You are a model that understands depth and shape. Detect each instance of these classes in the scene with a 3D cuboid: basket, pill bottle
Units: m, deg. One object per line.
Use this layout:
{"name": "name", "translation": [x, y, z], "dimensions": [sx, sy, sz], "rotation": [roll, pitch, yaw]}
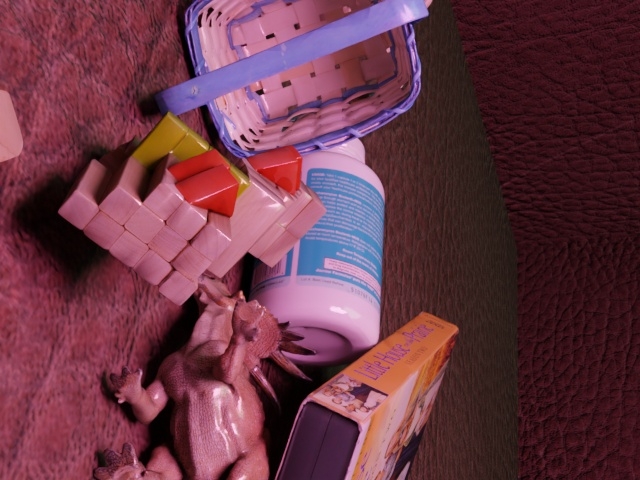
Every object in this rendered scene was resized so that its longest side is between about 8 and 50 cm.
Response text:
{"name": "basket", "translation": [-0.013, -0.191, 0.818], "dimensions": [0.289, 0.255, 0.201], "rotation": [-51, 123, -75]}
{"name": "pill bottle", "translation": [0.000, 0.000, 0.925], "dimensions": [0.146, 0.146, 0.264], "rotation": [54, 35, -51]}

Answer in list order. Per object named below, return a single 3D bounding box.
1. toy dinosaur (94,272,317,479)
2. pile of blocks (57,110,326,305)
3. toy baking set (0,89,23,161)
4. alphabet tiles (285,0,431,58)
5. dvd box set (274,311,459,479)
{"name": "toy dinosaur", "translation": [-0.083, 0.160, 0.697], "dimensions": [0.200, 0.127, 0.295], "rotation": [44, 47, -68]}
{"name": "pile of blocks", "translation": [-0.085, -0.054, 0.693], "dimensions": [0.149, 0.112, 0.362], "rotation": [45, 10, 5]}
{"name": "toy baking set", "translation": [-0.268, -0.141, 0.455], "dimensions": [0.256, 0.030, 0.196], "rotation": [25, 62, -65]}
{"name": "alphabet tiles", "translation": [0.049, -0.370, 0.993], "dimensions": [0.021, 0.284, 0.278], "rotation": [1, 48, -52]}
{"name": "dvd box set", "translation": [0.039, 0.258, 0.866], "dimensions": [0.420, 0.062, 0.307], "rotation": [-12, 121, -70]}
